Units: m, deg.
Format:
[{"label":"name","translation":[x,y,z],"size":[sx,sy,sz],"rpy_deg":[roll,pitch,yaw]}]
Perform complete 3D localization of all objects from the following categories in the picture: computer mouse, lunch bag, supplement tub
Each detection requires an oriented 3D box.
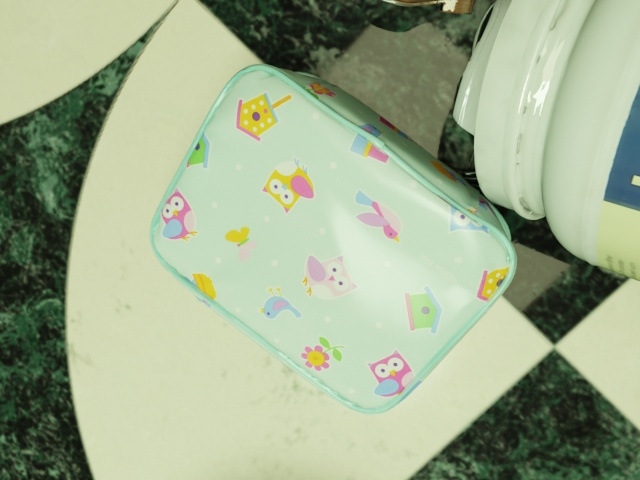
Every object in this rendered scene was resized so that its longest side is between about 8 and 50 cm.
[{"label":"computer mouse","translation":[0.155,-0.129,0.467],"size":[0.106,0.042,0.193],"rpy_deg":[16,96,8]},{"label":"lunch bag","translation":[0.000,0.000,0.456],"size":[0.279,0.108,0.224],"rpy_deg":[37,113,7]},{"label":"supplement tub","translation":[0.285,-0.064,0.305],"size":[0.325,0.235,0.235],"rpy_deg":[26,98,37]}]

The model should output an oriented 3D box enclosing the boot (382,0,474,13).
[{"label":"boot","translation":[0.095,-0.262,0.452],"size":[0.106,0.037,0.114],"rpy_deg":[4,118,-5]}]
